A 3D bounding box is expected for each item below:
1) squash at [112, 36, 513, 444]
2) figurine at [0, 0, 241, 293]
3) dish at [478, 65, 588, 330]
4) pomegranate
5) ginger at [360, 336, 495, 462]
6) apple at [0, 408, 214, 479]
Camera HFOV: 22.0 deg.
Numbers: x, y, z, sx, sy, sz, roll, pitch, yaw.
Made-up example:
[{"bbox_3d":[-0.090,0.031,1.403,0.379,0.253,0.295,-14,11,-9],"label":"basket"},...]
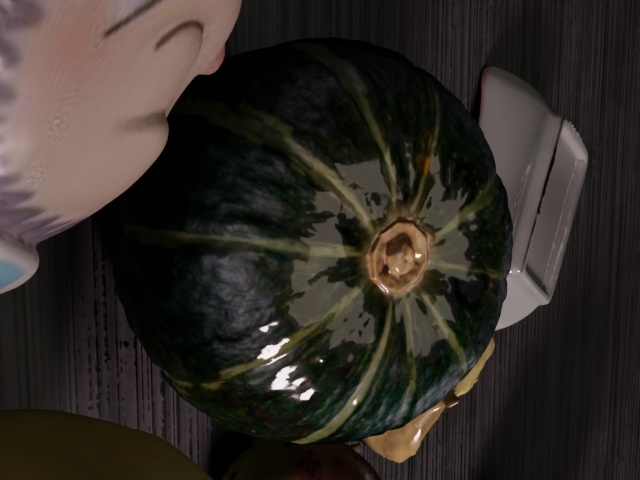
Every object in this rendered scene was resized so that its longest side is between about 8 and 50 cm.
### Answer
[{"bbox_3d":[0.000,0.000,1.004,0.252,0.165,0.252,-3,96,-36],"label":"squash"},{"bbox_3d":[-0.199,-0.072,0.581,0.361,0.266,0.377,29,68,-50],"label":"figurine"},{"bbox_3d":[0.176,-0.030,1.450,0.151,0.077,0.212,42,61,-56],"label":"dish"},{"bbox_3d":[-0.007,0.198,1.148,0.159,0.129,0.129,20,80,-69],"label":"pomegranate"},{"bbox_3d":[0.049,0.028,1.174,0.138,0.152,0.267,35,47,-68],"label":"ginger"},{"bbox_3d":[-0.139,0.217,0.792,0.262,0.262,0.262,-26,120,-56],"label":"apple"}]
